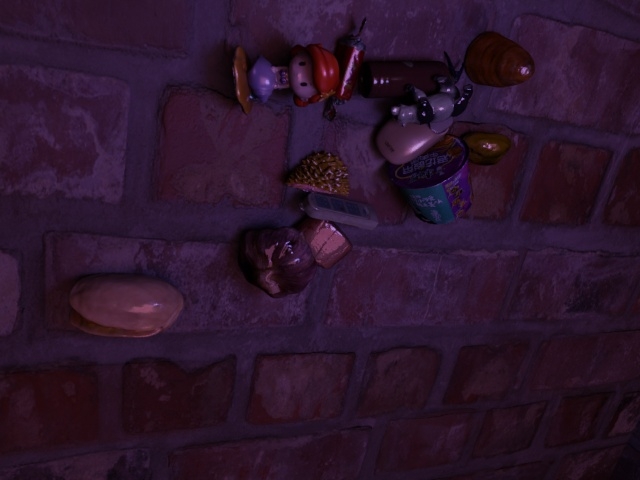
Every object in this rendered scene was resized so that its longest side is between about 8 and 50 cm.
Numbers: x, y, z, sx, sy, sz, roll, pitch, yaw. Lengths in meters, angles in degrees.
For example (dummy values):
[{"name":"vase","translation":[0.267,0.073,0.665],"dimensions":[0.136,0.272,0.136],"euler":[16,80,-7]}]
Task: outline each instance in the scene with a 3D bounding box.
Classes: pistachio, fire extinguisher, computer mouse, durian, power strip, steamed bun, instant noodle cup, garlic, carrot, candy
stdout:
[{"name":"pistachio","translation":[-0.536,0.178,1.373],"dimensions":[0.300,0.187,0.187],"euler":[8,110,-18]},{"name":"fire extinguisher","translation":[0.284,-0.489,1.436],"dimensions":[0.344,0.102,0.137],"euler":[-8,81,-18]},{"name":"computer mouse","translation":[0.279,-0.332,1.481],"dimensions":[0.237,0.082,0.145],"euler":[-35,82,-3]},{"name":"durian","translation":[0.008,-0.180,1.459],"dimensions":[0.182,0.165,0.132],"euler":[33,131,-8]},{"name":"power strip","translation":[0.061,-0.091,1.507],"dimensions":[0.286,0.080,0.048],"euler":[9,135,-33]},{"name":"steamed bun","translation":[0.000,0.000,1.539],"dimensions":[0.145,0.106,0.175],"euler":[-42,108,7]},{"name":"instant noodle cup","translation":[0.358,-0.181,1.529],"dimensions":[0.251,0.251,0.190],"euler":[-35,130,-4]},{"name":"pistachio","translation":[0.554,-0.304,1.617],"dimensions":[0.190,0.110,0.100],"euler":[4,80,-23]},{"name":"garlic","translation":[-0.138,0.068,1.452],"dimensions":[0.245,0.160,0.244],"euler":[10,121,17]},{"name":"carrot","translation":[0.546,-0.528,1.449],"dimensions":[0.159,0.225,0.159],"euler":[-7,116,-14]},{"name":"candy","translation":[0.069,-0.471,1.361],"dimensions":[0.059,0.086,0.292],"euler":[6,111,-32]}]

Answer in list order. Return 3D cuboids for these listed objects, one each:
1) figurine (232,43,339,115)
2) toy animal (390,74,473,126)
[{"name":"figurine","translation":[-0.076,-0.421,1.252],"dimensions":[0.257,0.208,0.180],"euler":[-1,73,7]},{"name":"toy animal","translation":[0.310,-0.386,1.394],"dimensions":[0.225,0.093,0.121],"euler":[-18,147,-9]}]
